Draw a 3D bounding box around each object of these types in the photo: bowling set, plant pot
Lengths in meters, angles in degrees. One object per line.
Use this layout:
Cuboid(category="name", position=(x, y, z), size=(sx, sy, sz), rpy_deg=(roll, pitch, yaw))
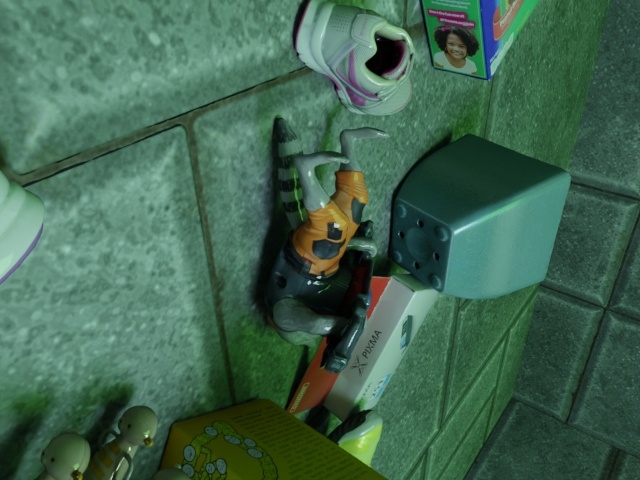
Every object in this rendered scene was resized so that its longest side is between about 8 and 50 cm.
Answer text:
Cuboid(category="bowling set", position=(-0.211, 0.246, 0.465), size=(0.154, 0.287, 0.200), rpy_deg=(-53, 133, -6))
Cuboid(category="plant pot", position=(0.277, -0.031, 1.056), size=(0.252, 0.248, 0.247), rpy_deg=(-22, 128, -30))

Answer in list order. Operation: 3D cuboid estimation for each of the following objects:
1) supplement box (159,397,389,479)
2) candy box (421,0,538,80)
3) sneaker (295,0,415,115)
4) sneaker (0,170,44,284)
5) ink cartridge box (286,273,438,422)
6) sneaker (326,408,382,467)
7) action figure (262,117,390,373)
Cuboid(category="supplement box", position=(-0.034, 0.388, 0.707), size=(0.195, 0.356, 0.194), rpy_deg=(7, 103, -55))
Cuboid(category="candy box", position=(0.264, -0.470, 0.866), size=(0.268, 0.122, 0.317), rpy_deg=(-57, 146, -17))
Cuboid(category="sneaker", position=(0.075, -0.228, 0.734), size=(0.252, 0.111, 0.103), rpy_deg=(11, 99, -59))
Cuboid(category="sneaker", position=(-0.324, 0.040, 0.319), size=(0.305, 0.114, 0.152), rpy_deg=(-55, 133, -28))
Cuboid(category="ink cartridge box", position=(0.086, 0.202, 1.016), size=(0.261, 0.066, 0.296), rpy_deg=(3, 116, -58))
Cuboid(category="sneaker", position=(0.035, 0.493, 1.039), size=(0.145, 0.147, 0.385), rpy_deg=(2, 117, -57))
Cuboid(category="action figure", position=(0.000, 0.000, 0.777), size=(0.341, 0.178, 0.330), rpy_deg=(-72, 176, -66))
